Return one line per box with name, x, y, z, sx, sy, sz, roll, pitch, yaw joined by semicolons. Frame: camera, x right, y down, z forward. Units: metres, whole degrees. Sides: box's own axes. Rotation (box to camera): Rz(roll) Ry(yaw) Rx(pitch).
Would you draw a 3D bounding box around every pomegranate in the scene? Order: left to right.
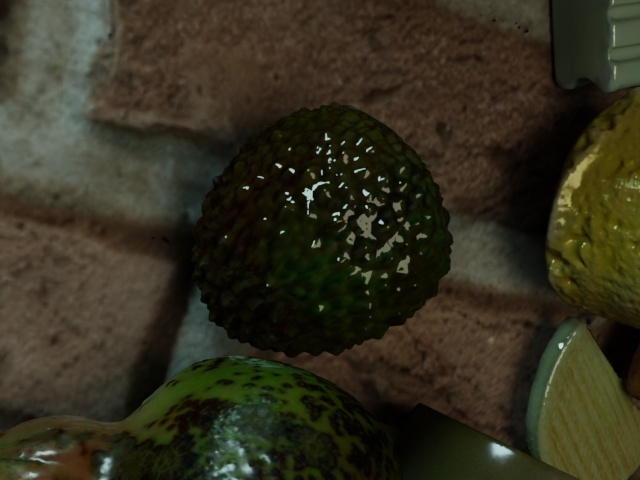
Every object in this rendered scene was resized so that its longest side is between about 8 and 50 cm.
pomegranate;-0.085;0.181;0.688;0.276;0.222;0.204;-8;115;-1

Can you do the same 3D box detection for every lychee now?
lychee;0.000;0.000;0.730;0.171;0.171;0.171;-8;103;-35

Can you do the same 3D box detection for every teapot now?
teapot;0.102;0.225;0.833;0.267;0.185;0.175;26;83;1

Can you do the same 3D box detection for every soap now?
soap;0.279;-0.193;0.945;0.198;0.066;0.119;-15;106;-33

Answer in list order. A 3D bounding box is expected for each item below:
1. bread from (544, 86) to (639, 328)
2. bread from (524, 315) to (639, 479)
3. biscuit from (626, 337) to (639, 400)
bread;0.275;-0.013;0.910;0.197;0.170;0.197;-33;134;-41
bread;0.217;0.160;0.988;0.112;0.036;0.193;-52;128;-16
biscuit;0.354;0.061;1.057;0.280;0.043;0.183;-36;121;-30
